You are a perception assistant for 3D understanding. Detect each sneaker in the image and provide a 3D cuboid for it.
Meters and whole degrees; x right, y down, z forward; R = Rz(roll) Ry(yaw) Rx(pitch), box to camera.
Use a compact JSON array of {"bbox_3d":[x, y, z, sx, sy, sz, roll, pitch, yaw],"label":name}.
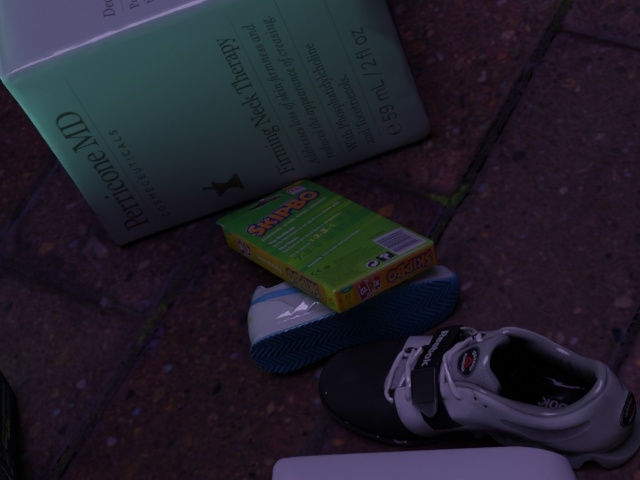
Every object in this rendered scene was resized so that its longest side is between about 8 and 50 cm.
[{"bbox_3d":[0.143,0.130,1.615,0.330,0.146,0.122,4,60,22],"label":"sneaker"},{"bbox_3d":[0.032,0.061,1.735,0.228,0.087,0.092,-14,46,4],"label":"sneaker"}]

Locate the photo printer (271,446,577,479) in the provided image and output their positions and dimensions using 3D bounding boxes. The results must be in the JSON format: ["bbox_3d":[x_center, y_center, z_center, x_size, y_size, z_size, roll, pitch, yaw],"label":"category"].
[{"bbox_3d":[0.099,0.316,1.522,0.307,0.107,0.256,-4,56,16],"label":"photo printer"}]

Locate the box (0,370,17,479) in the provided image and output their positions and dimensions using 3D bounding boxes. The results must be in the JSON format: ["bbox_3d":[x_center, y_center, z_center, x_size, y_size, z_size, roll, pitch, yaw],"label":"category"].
[{"bbox_3d":[-0.435,0.238,1.744,0.232,0.059,0.183,-24,28,2],"label":"box"}]

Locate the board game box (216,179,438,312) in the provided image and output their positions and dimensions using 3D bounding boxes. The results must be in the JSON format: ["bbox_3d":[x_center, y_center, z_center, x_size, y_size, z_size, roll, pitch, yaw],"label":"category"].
[{"bbox_3d":[0.000,0.000,1.752,0.124,0.039,0.259,-26,31,-23],"label":"board game box"}]

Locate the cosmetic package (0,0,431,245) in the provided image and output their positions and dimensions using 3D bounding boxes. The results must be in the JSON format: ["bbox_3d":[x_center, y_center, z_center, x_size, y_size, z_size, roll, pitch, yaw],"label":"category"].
[{"bbox_3d":[-0.128,-0.261,1.854,0.393,0.329,0.327,-19,53,6],"label":"cosmetic package"}]
